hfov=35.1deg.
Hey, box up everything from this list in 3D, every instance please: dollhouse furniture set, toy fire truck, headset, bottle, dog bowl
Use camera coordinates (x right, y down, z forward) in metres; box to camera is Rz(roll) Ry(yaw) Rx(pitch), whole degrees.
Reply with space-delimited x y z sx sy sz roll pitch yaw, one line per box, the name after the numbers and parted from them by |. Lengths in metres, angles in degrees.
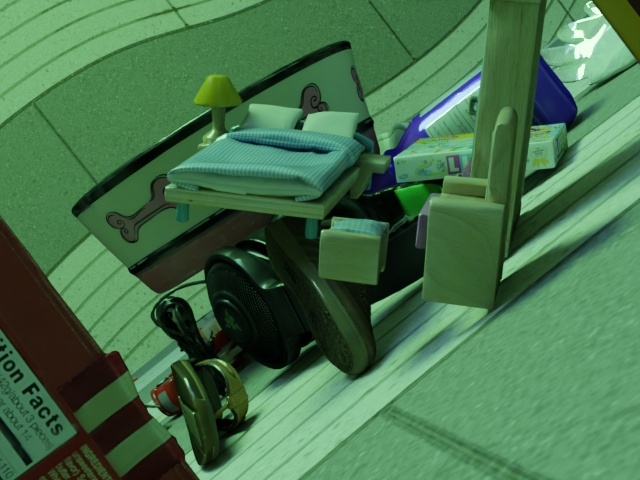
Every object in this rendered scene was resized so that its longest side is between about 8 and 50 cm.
0.006 -0.104 0.776 0.303 0.198 0.286 7 17 13 | dollhouse furniture set
-0.123 0.148 1.303 0.192 0.047 0.135 -41 5 -30 | toy fire truck
-0.014 0.054 1.038 0.394 0.185 0.243 -17 14 34 | headset
0.160 -0.110 1.196 0.283 0.118 0.092 -37 13 20 | bottle
-0.101 -0.082 1.281 0.408 0.150 0.408 -31 3 2 | dog bowl

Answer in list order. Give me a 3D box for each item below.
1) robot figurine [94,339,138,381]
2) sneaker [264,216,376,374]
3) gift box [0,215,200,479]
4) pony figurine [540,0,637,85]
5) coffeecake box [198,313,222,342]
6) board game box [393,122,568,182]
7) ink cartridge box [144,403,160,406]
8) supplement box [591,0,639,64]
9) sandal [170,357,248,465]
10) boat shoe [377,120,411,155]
-0.340 0.223 1.365 0.219 0.158 0.128 13 -57 -46 | robot figurine
0.015 0.030 0.810 0.071 0.066 0.188 -17 38 -15 | sneaker
-0.211 0.147 0.505 0.276 0.255 0.258 -33 4 -17 | gift box
0.429 -0.390 1.245 0.363 0.303 0.351 -22 1 -37 | pony figurine
-0.076 0.089 1.424 0.185 0.068 0.142 -37 4 28 | coffeecake box
0.161 -0.088 1.005 0.154 0.026 0.103 -4 14 21 | board game box
-0.270 0.239 1.256 0.143 0.090 0.092 -40 4 -21 | ink cartridge box
0.294 -0.227 0.725 0.194 0.191 0.129 -37 3 33 | supplement box
-0.094 0.146 0.916 0.060 0.090 0.219 -16 -6 -4 | sandal
0.155 -0.118 1.415 0.099 0.116 0.319 -14 8 -7 | boat shoe
